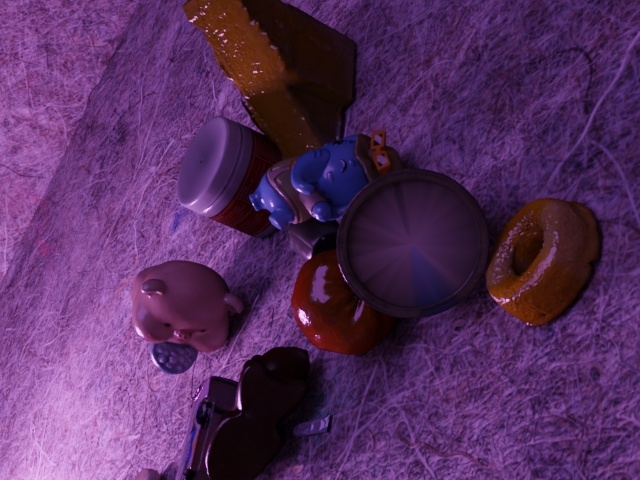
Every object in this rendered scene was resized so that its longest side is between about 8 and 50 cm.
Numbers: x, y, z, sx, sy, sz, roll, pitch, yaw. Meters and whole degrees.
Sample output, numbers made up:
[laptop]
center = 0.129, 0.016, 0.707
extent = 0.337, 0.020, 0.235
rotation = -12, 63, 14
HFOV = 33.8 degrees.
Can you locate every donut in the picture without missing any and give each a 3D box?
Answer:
[donut]
center = 0.288, 0.020, 1.404
extent = 0.178, 0.065, 0.162
rotation = -63, 29, 8

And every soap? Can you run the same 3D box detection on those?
[soap]
center = -0.113, -0.318, 2.035
extent = 0.169, 0.339, 0.304
rotation = -35, 40, 45

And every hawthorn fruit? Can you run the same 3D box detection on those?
[hawthorn fruit]
center = 0.040, 0.098, 1.659
extent = 0.189, 0.189, 0.189
rotation = -38, 39, 41

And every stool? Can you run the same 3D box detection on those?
[stool]
center = 0.000, 0.000, 1.870
extent = 0.096, 0.096, 0.110
rotation = -61, 33, 9

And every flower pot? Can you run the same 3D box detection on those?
[flower pot]
center = 0.136, -0.020, 1.530
extent = 0.212, 0.212, 0.202
rotation = -57, 4, 17

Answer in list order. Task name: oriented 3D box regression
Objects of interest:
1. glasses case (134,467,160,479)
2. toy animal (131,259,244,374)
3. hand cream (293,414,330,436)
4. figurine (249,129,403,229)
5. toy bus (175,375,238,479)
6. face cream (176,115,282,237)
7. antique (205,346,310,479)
[glasses case]
center = -0.366, 0.559, 2.112
extent = 0.081, 0.051, 0.204
rotation = -23, 51, 50
[toy animal]
center = -0.284, 0.128, 2.152
extent = 0.221, 0.210, 0.229
rotation = -107, 31, -52
[hand cream]
center = -0.013, 0.310, 1.750
extent = 0.093, 0.019, 0.030
rotation = -20, 50, 44
[figurine]
center = 0.015, -0.090, 1.792
extent = 0.262, 0.154, 0.180
rotation = -25, 18, -1
[toy bus]
center = -0.213, 0.394, 1.944
extent = 0.112, 0.090, 0.274
rotation = -32, 42, 59
[face cream]
center = -0.163, -0.127, 2.134
extent = 0.201, 0.187, 0.201
rotation = -38, 39, 41
[antique]
center = -0.103, 0.291, 1.808
extent = 0.257, 0.121, 0.143
rotation = -64, 2, 10
